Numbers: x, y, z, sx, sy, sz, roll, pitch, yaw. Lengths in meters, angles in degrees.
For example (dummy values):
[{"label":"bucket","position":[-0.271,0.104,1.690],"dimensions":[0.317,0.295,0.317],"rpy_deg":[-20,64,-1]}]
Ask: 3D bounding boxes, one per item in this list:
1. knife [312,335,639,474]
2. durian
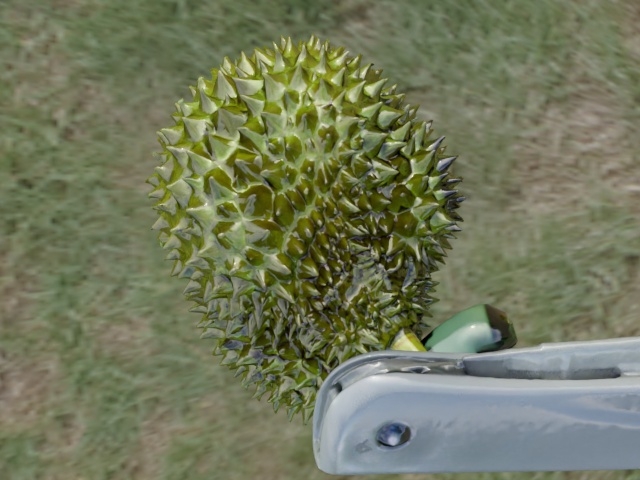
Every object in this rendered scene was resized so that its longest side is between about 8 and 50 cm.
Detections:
[{"label":"knife","position":[0.128,0.069,0.791],"dimensions":[0.266,0.040,0.073],"rpy_deg":[-2,133,-13]},{"label":"durian","position":[-0.009,-0.001,0.885],"dimensions":[0.146,0.159,0.198],"rpy_deg":[-16,93,-16]}]
